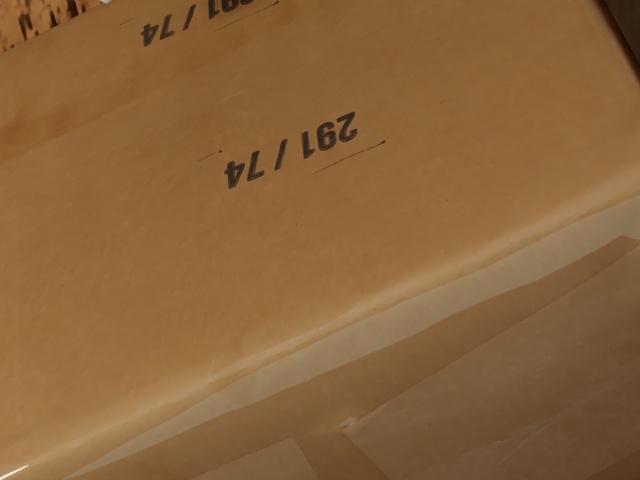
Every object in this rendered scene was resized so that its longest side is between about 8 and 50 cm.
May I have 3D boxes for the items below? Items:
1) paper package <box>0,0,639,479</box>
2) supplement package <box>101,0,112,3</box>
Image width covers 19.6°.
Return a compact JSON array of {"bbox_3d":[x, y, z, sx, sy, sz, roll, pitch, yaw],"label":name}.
[{"bbox_3d":[0.000,0.000,0.829,0.324,0.309,0.168,-26,129,9],"label":"paper package"},{"bbox_3d":[-0.065,-0.208,0.770,0.179,0.105,0.105,-38,126,19],"label":"supplement package"}]
